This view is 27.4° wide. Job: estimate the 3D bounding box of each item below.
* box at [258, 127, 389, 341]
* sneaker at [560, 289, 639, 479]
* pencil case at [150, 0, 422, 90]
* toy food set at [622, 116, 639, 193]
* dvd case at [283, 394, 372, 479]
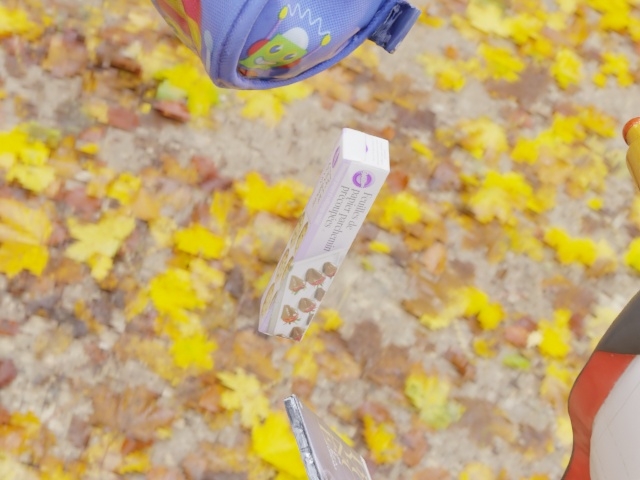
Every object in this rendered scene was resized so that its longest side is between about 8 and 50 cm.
[{"bbox_3d":[0.000,0.000,1.692,0.063,0.324,0.067,15,41,-14],"label":"box"},{"bbox_3d":[0.144,0.112,0.432,0.090,0.270,0.145,-23,57,-27],"label":"sneaker"},{"bbox_3d":[-0.074,-0.209,0.627,0.133,0.119,0.306,-38,73,-2],"label":"pencil case"},{"bbox_3d":[0.329,-0.014,0.981,0.232,0.111,0.104,9,33,-10],"label":"toy food set"},{"bbox_3d":[0.031,0.260,1.296,0.018,0.221,0.164,-25,58,7],"label":"dvd case"}]
